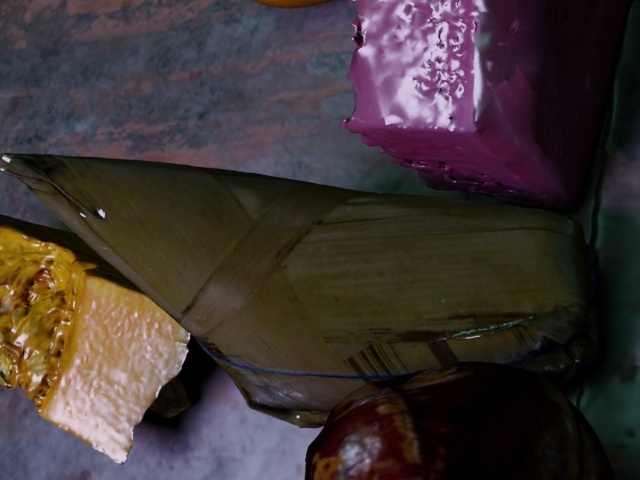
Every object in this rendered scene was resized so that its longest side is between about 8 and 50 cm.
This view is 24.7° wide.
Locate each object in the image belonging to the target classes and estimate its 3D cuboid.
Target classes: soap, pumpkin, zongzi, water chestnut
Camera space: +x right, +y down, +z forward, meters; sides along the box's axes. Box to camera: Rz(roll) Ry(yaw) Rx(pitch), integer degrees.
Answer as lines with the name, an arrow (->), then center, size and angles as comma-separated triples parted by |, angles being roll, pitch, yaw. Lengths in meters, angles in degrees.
soap -> 0.116, -0.198, 0.907 | 0.127, 0.220, 0.324 | 5, 73, 29
pumpkin -> -0.184, 0.065, 1.081 | 0.248, 0.126, 0.131 | 26, 93, 24
zongzi -> 0.000, 0.000, 0.854 | 0.260, 0.289, 0.123 | -12, 51, 34
water chestnut -> 0.054, 0.172, 0.780 | 0.238, 0.223, 0.223 | -6, 63, -1

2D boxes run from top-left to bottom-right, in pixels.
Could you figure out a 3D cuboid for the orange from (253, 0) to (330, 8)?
orange -> -0.020, -0.252, 1.077 | 0.159, 0.136, 0.159 | -14, 65, 34
